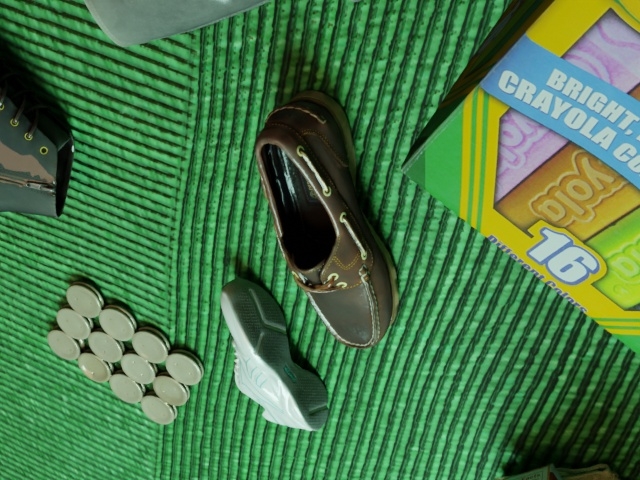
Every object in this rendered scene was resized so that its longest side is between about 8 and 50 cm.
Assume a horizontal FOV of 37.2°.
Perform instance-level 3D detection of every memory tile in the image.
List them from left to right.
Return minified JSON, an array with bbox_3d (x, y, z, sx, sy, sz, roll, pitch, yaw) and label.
[{"bbox_3d":[-0.184,0.107,0.889,0.148,0.012,0.113,34,131,1],"label":"memory tile"}]

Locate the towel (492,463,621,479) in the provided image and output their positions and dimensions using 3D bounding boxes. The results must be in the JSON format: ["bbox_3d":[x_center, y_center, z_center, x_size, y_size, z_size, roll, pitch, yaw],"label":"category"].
[{"bbox_3d":[0.211,0.242,0.771,0.110,0.027,0.148,-12,115,32],"label":"towel"}]

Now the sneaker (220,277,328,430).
[{"bbox_3d":[-0.051,0.100,0.789,0.061,0.053,0.152,-9,118,35],"label":"sneaker"}]

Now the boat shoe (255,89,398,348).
[{"bbox_3d":[0.000,0.000,0.680,0.073,0.073,0.207,-4,121,28],"label":"boat shoe"}]

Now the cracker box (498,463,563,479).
[{"bbox_3d":[0.163,0.292,0.657,0.067,0.232,0.155,-26,107,27],"label":"cracker box"}]

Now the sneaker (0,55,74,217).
[{"bbox_3d":[-0.252,-0.123,0.733,0.118,0.083,0.222,5,120,1],"label":"sneaker"}]

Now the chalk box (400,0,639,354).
[{"bbox_3d":[0.192,-0.094,0.385,0.179,0.180,0.289,37,152,-1],"label":"chalk box"}]

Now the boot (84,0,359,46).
[{"bbox_3d":[-0.071,-0.213,0.575,0.208,0.076,0.189,6,123,32],"label":"boot"}]
